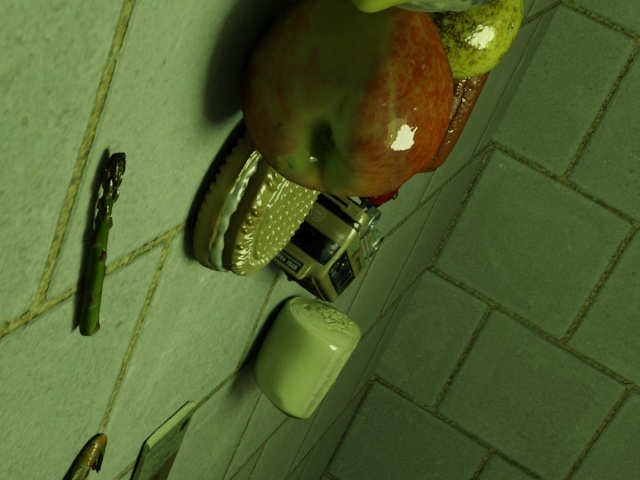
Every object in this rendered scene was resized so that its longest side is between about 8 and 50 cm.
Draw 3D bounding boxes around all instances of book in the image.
[{"bbox_3d":[-0.264,0.361,1.689,0.138,0.016,0.198,-40,157,-56],"label":"book"}]

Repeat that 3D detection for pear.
[{"bbox_3d":[0.184,-0.326,1.462,0.197,0.197,0.197,-55,167,-20],"label":"pear"}]

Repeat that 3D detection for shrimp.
[{"bbox_3d":[-0.309,0.306,1.377,0.114,0.023,0.083,-61,171,-14],"label":"shrimp"}]

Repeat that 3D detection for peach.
[{"bbox_3d":[0.036,-0.181,1.161,0.232,0.232,0.256,102,7,-55],"label":"peach"}]

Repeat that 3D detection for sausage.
[{"bbox_3d":[0.262,-0.274,2.132,0.102,0.102,0.330,-38,156,-59],"label":"sausage"}]

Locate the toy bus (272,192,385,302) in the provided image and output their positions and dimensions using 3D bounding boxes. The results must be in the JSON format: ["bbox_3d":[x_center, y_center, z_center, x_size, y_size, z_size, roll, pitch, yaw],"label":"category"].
[{"bbox_3d":[0.000,0.000,1.635,0.157,0.139,0.289,-53,170,-7],"label":"toy bus"}]

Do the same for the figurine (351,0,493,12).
[{"bbox_3d":[0.107,-0.425,1.049,0.377,0.266,0.361,-101,-169,-69],"label":"figurine"}]

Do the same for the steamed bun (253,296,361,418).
[{"bbox_3d":[-0.034,0.212,1.936,0.200,0.155,0.250,-59,174,11],"label":"steamed bun"}]

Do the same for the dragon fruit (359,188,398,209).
[{"bbox_3d":[0.113,-0.192,1.710,0.282,0.100,0.343,-53,162,-32],"label":"dragon fruit"}]

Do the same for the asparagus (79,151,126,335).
[{"bbox_3d":[-0.219,0.009,1.046,0.025,0.024,0.248,-108,-153,-43],"label":"asparagus"}]

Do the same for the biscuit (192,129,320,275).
[{"bbox_3d":[-0.066,-0.064,1.344,0.259,0.079,0.259,-55,166,-20],"label":"biscuit"}]
